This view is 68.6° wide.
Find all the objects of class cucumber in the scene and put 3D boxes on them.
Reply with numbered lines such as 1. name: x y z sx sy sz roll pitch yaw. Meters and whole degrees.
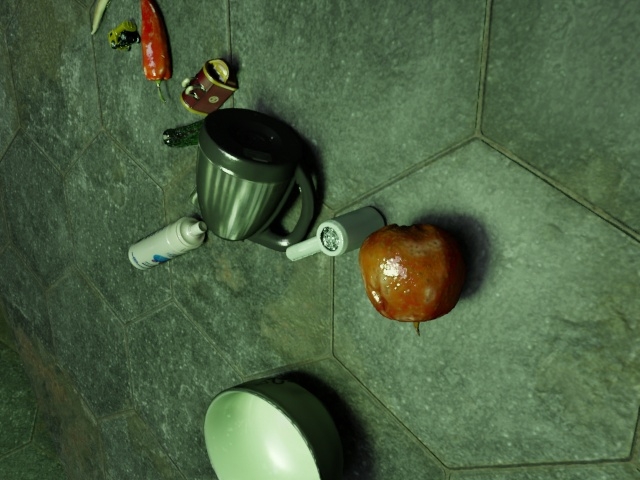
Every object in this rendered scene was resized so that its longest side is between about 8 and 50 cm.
1. cucumber: -0.316 -0.262 1.152 0.187 0.058 0.058 -3 100 39

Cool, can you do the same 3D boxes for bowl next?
1. bowl: -0.082 0.465 1.082 0.354 0.185 0.353 11 109 35

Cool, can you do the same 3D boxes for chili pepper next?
1. chili pepper: -0.414 -0.482 1.169 0.071 0.063 0.271 -2 98 25

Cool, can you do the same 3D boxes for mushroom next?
1. mushroom: -0.549 -0.641 1.245 0.306 0.043 0.068 -8 72 40

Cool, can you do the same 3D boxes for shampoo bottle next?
1. shampoo bottle: -0.405 0.005 1.270 0.304 0.092 0.092 -18 90 38

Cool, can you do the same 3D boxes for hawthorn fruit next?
1. hawthorn fruit: 0.154 0.069 0.799 0.179 0.179 0.200 5 100 37

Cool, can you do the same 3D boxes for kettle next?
1. kettle: -0.154 -0.111 1.008 0.271 0.251 0.207 -64 34 37

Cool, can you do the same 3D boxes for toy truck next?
1. toy truck: -0.522 -0.538 1.241 0.083 0.049 0.054 -11 94 38

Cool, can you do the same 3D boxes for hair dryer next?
1. hair dryer: 0.000 0.000 0.940 0.237 0.131 0.073 -17 92 45

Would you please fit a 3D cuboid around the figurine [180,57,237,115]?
1. figurine: -0.260 -0.355 1.059 0.154 0.098 0.082 -31 79 41
